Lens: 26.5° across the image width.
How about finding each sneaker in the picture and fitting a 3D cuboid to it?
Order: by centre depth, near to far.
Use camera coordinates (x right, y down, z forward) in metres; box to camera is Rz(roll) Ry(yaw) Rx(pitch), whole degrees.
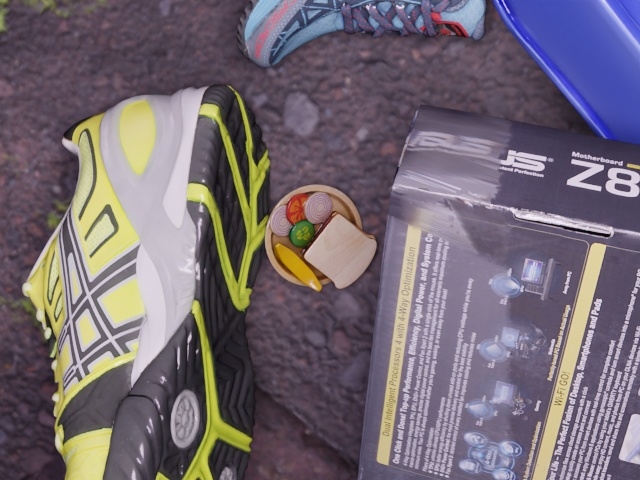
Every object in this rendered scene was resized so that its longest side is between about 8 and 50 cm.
[{"bbox_3d":[0.063,-0.183,0.949,0.262,0.104,0.125,-33,93,13],"label":"sneaker"},{"bbox_3d":[-0.133,0.075,0.965,0.147,0.145,0.384,-2,64,22],"label":"sneaker"}]

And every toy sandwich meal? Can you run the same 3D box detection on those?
[{"bbox_3d":[0.000,0.000,1.007,0.086,0.029,0.085,-4,102,-20],"label":"toy sandwich meal"}]

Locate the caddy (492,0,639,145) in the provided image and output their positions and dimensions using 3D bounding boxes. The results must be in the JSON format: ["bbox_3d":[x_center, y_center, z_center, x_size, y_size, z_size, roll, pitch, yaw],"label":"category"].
[{"bbox_3d":[0.257,-0.170,0.868,0.241,0.179,0.341,-42,99,-7],"label":"caddy"}]

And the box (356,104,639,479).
[{"bbox_3d":[0.187,0.122,0.877,0.318,0.097,0.395,10,131,8],"label":"box"}]
